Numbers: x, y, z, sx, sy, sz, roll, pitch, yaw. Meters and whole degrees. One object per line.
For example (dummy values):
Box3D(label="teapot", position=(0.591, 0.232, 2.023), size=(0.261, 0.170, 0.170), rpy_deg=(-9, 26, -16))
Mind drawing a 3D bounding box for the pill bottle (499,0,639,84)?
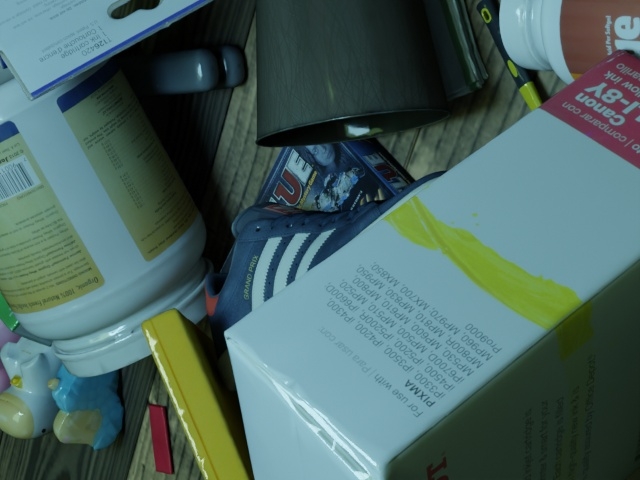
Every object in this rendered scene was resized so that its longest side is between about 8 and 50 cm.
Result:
Box3D(label="pill bottle", position=(0.250, -0.170, 1.131), size=(0.216, 0.121, 0.121), rpy_deg=(12, 107, 44))

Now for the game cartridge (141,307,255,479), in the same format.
Box3D(label="game cartridge", position=(-0.087, 0.224, 1.473), size=(0.324, 0.052, 0.285), rpy_deg=(67, 178, -78))

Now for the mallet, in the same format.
Box3D(label="mallet", position=(0.177, -0.123, 1.284), size=(0.062, 0.039, 0.190), rpy_deg=(-50, 59, 42))

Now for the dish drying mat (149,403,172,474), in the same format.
Box3D(label="dish drying mat", position=(-0.191, 0.237, 1.758), size=(0.032, 0.008, 0.083), rpy_deg=(2, 101, 46))

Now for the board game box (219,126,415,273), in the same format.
Box3D(label="board game box", position=(0.000, 0.000, 1.482), size=(0.165, 0.042, 0.243), rpy_deg=(48, 129, 27))

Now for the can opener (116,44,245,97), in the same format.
Box3D(label="can opener", position=(-0.202, -0.205, 1.618), size=(0.283, 0.076, 0.095), rpy_deg=(1, 101, 44))

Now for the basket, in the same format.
Box3D(label="basket", position=(0.014, -0.210, 1.321), size=(0.204, 0.154, 0.227), rpy_deg=(-11, 85, 52))

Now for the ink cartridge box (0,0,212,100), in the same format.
Box3D(label="ink cartridge box", position=(-0.225, -0.305, 1.478), size=(0.307, 0.303, 0.072), rpy_deg=(55, 168, 22))

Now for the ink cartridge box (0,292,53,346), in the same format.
Box3D(label="ink cartridge box", position=(-0.358, 0.002, 1.777), size=(0.208, 0.087, 0.153), rpy_deg=(41, 96, 32))

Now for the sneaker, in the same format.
Box3D(label="sneaker", position=(-0.002, 0.006, 1.368), size=(0.350, 0.131, 0.148), rpy_deg=(-39, 62, 38))

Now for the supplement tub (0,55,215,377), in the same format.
Box3D(label="supplement tub", position=(-0.260, -0.037, 1.557), size=(0.228, 0.228, 0.316), rpy_deg=(-8, 116, 46))

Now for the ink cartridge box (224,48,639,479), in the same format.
Box3D(label="ink cartridge box", position=(0.136, 0.086, 1.061), size=(0.160, 0.384, 0.279), rpy_deg=(39, 152, 33))

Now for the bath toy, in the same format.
Box3D(label="bath toy", position=(-0.396, 0.162, 1.875), size=(0.348, 0.129, 0.151), rpy_deg=(18, 67, 40))

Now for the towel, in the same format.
Box3D(label="towel", position=(0.085, -0.174, 1.374), size=(0.152, 0.023, 0.113), rpy_deg=(-21, 82, 48))
